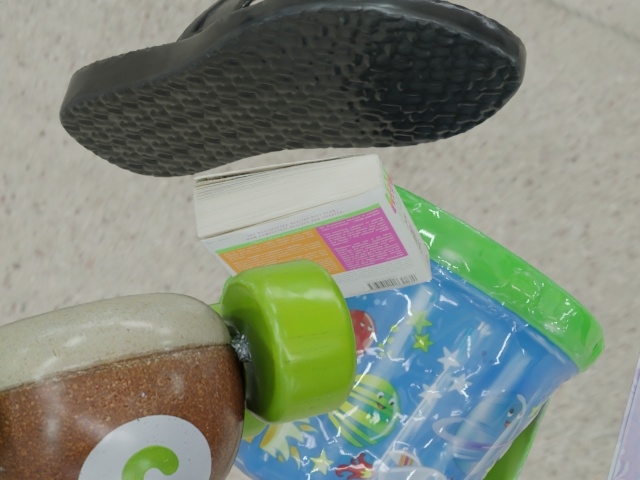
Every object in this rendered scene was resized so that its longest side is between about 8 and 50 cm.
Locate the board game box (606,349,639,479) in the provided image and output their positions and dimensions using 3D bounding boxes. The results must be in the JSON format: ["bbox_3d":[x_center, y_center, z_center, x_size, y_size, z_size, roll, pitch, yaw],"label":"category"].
[{"bbox_3d":[0.211,0.108,0.468,0.066,0.318,0.319,28,74,-36],"label":"board game box"}]

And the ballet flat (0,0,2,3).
[{"bbox_3d":[-0.265,-0.194,1.172,0.139,0.400,0.139,-1,115,-1],"label":"ballet flat"}]

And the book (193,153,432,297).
[{"bbox_3d":[0.000,0.000,0.899,0.096,0.144,0.035,-11,68,9],"label":"book"}]

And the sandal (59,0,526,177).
[{"bbox_3d":[-0.036,-0.146,1.331,0.167,0.445,0.107,38,58,-39],"label":"sandal"}]

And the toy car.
[{"bbox_3d":[-0.065,0.117,0.551,0.155,0.149,0.188,-10,82,-24],"label":"toy car"}]

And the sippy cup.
[{"bbox_3d":[0.049,0.101,1.233,0.305,0.240,0.224,34,83,-12],"label":"sippy cup"}]
